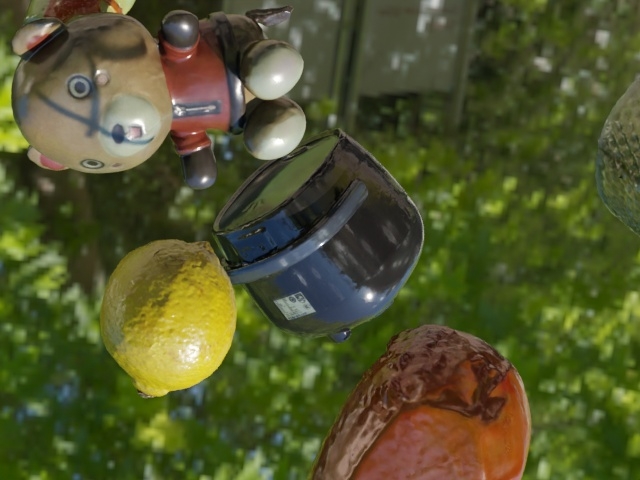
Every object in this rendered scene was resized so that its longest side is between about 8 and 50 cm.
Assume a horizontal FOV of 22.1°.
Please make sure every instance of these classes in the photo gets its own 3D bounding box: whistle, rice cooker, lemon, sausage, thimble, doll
[{"bbox_3d":[-0.296,-0.276,2.012,0.106,0.288,0.131,6,152,26],"label":"whistle"},{"bbox_3d":[0.000,0.000,2.223,0.267,0.224,0.267,-33,-161,13],"label":"rice cooker"},{"bbox_3d":[-0.119,0.061,1.285,0.109,0.133,0.109,18,180,0],"label":"lemon"},{"bbox_3d":[0.069,0.199,1.310,0.153,0.268,0.141,28,-166,7],"label":"sausage"},{"bbox_3d":[0.494,-0.098,2.087,0.270,0.271,0.150,-1,-150,-30],"label":"thimble"},{"bbox_3d":[-0.184,-0.178,1.849,0.329,0.235,0.174,-8,-132,-9],"label":"doll"}]
